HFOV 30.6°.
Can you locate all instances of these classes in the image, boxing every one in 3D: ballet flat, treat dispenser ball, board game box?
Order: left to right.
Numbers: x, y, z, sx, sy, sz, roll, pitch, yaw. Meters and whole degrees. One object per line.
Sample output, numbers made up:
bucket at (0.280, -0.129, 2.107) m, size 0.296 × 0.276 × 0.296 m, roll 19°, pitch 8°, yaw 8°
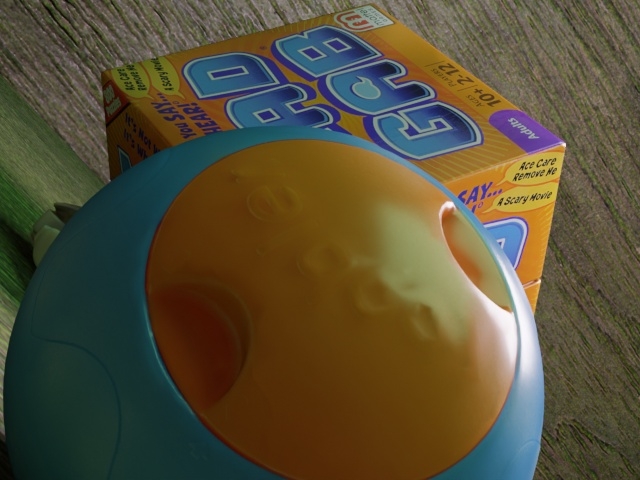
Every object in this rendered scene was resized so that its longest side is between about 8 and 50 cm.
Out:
ballet flat at (-0.242, 0.014, 1.191) m, size 0.106 × 0.107 × 0.316 m, roll 38°, pitch 0°, yaw -19°
treat dispenser ball at (-0.024, 0.082, 0.638) m, size 0.288 × 0.288 × 0.288 m, roll 48°, pitch -2°, yaw 2°
board game box at (0.000, 0.000, 1.312) m, size 0.356 × 0.356 × 0.356 m, roll 46°, pitch -36°, yaw 42°
